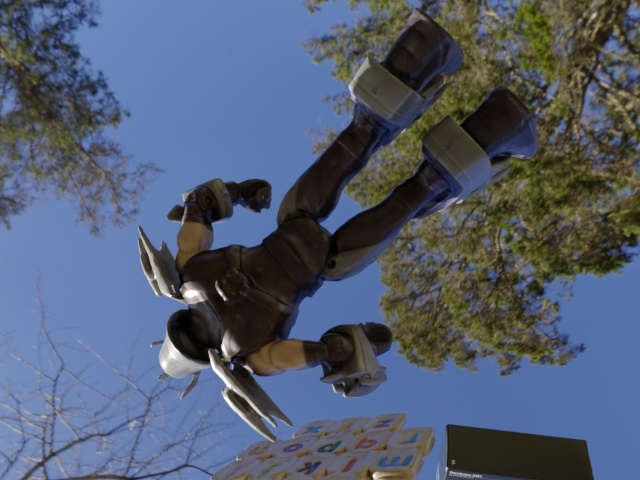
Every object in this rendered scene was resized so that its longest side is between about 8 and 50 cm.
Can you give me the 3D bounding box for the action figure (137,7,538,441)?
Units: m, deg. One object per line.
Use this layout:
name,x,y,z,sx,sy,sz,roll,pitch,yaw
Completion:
action figure,0.000,0.000,0.396,0.285,0.099,0.185,-42,-101,5

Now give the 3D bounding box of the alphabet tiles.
alphabet tiles,0.004,0.292,0.824,0.284,0.278,0.021,-12,-90,22

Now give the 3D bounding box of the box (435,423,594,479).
box,0.362,0.459,1.193,0.262,0.184,0.103,5,-137,6
